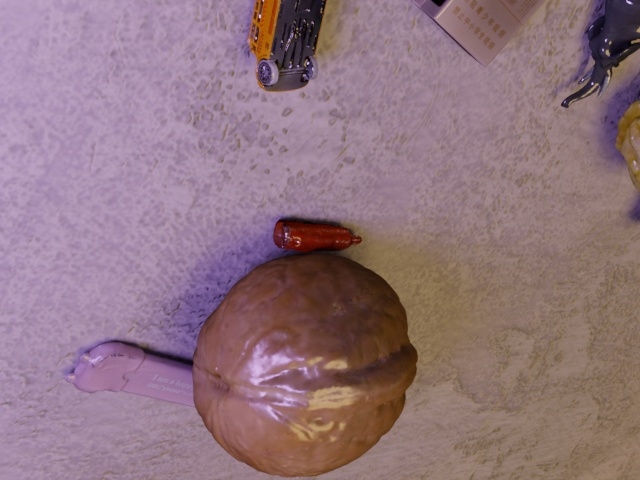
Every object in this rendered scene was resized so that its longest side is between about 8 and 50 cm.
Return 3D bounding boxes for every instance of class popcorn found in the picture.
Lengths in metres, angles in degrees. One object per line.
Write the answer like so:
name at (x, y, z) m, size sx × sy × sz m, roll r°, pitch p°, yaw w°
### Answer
popcorn at (0.595, -0.154, 1.482) m, size 0.233 × 0.192 × 0.266 m, roll -7°, pitch 152°, yaw -6°

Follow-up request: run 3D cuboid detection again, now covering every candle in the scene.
candle at (0.000, 0.000, 1.326) m, size 0.162 × 0.053 × 0.048 m, roll 4°, pitch 130°, yaw -42°

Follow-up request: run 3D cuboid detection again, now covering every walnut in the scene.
walnut at (-0.014, 0.169, 1.298) m, size 0.333 × 0.333 × 0.333 m, roll -20°, pitch 137°, yaw -20°

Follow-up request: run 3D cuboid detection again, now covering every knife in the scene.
knife at (-0.194, 0.212, 1.393) m, size 0.398 × 0.038 × 0.132 m, roll 22°, pitch 110°, yaw -45°

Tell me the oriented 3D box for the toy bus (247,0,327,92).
toy bus at (-0.038, -0.250, 1.043) m, size 0.069 × 0.074 × 0.162 m, roll -14°, pitch 133°, yaw -36°

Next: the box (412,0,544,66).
box at (0.227, -0.334, 1.170) m, size 0.201 × 0.058 × 0.141 m, roll -49°, pitch 139°, yaw 14°

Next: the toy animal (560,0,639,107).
toy animal at (0.451, -0.308, 1.345) m, size 0.137 × 0.082 × 0.269 m, roll -6°, pitch 135°, yaw -28°
